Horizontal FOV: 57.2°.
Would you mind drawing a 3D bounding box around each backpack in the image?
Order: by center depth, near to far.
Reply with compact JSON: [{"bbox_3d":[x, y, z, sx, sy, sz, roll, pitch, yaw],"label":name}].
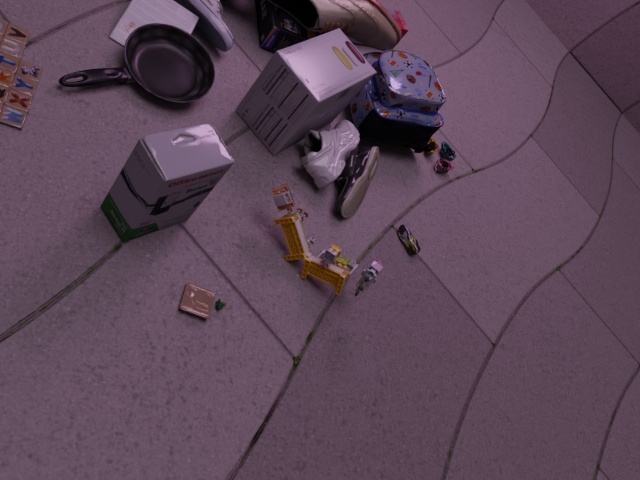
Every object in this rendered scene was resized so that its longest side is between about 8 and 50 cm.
[{"bbox_3d":[0.194,-0.396,1.602,0.276,0.213,0.264,5,48,-32],"label":"backpack"}]

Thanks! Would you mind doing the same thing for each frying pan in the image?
[{"bbox_3d":[-0.356,-0.335,1.228,0.197,0.053,0.326,43,55,-9],"label":"frying pan"}]

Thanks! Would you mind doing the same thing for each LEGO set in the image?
[{"bbox_3d":[0.000,0.000,1.237,0.287,0.132,0.107,44,35,3],"label":"LEGO set"}]

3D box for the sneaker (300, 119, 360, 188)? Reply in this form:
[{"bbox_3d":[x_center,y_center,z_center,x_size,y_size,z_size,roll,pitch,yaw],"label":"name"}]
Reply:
[{"bbox_3d":[0.019,-0.236,1.414,0.115,0.090,0.232,45,42,-22],"label":"sneaker"}]

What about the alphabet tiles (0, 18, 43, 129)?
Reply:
[{"bbox_3d":[-0.609,-0.322,1.049,0.198,0.009,0.237,18,52,-28],"label":"alphabet tiles"}]

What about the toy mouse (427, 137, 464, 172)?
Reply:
[{"bbox_3d":[0.365,-0.243,1.744,0.143,0.031,0.161,27,48,-21],"label":"toy mouse"}]

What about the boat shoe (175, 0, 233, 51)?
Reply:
[{"bbox_3d":[-0.272,-0.558,1.407,0.075,0.083,0.226,-40,89,-20],"label":"boat shoe"}]

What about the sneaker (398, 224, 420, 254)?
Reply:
[{"bbox_3d":[0.223,-0.002,1.476,0.035,0.031,0.083,-7,70,-55],"label":"sneaker"}]

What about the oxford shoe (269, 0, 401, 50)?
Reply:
[{"bbox_3d":[0.031,-0.586,1.544,0.396,0.140,0.147,23,66,-17],"label":"oxford shoe"}]

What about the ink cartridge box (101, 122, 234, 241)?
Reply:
[{"bbox_3d":[-0.268,-0.100,1.023,0.153,0.208,0.087,-25,79,-45],"label":"ink cartridge box"}]

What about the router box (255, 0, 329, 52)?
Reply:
[{"bbox_3d":[-0.057,-0.629,1.638,0.242,0.081,0.309,13,55,-32],"label":"router box"}]

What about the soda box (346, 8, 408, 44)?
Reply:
[{"bbox_3d":[0.148,-0.664,1.814,0.263,0.092,0.084,-9,67,-41],"label":"soda box"}]

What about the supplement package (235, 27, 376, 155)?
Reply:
[{"bbox_3d":[-0.031,-0.354,1.384,0.145,0.204,0.262,49,44,0],"label":"supplement package"}]

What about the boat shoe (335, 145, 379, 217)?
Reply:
[{"bbox_3d":[0.077,-0.145,1.437,0.079,0.084,0.233,12,52,17],"label":"boat shoe"}]

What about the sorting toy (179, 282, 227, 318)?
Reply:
[{"bbox_3d":[-0.211,0.115,1.064,0.083,0.012,0.062,24,45,-19],"label":"sorting toy"}]

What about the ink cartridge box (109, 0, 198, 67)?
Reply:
[{"bbox_3d":[-0.375,-0.474,1.328,0.145,0.045,0.179,29,66,-20],"label":"ink cartridge box"}]
